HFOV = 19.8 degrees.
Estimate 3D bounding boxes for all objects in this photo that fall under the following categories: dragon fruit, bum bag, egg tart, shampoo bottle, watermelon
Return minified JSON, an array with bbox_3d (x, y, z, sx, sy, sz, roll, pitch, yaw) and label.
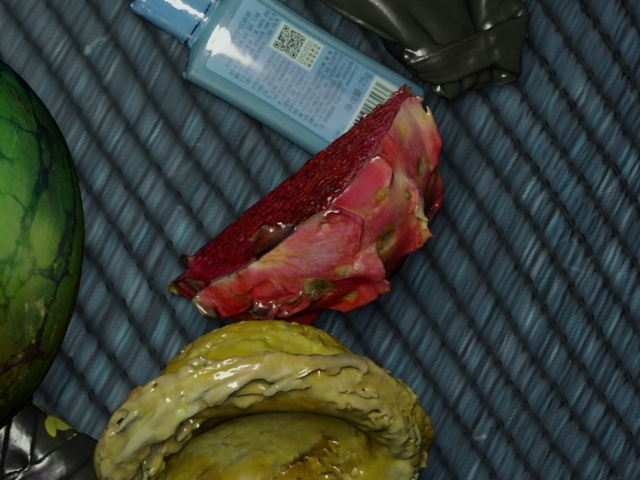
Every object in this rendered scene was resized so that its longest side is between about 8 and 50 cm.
[{"bbox_3d":[0.007,0.009,1.501,0.274,0.161,0.126,-38,102,10],"label":"dragon fruit"},{"bbox_3d":[-0.246,0.180,1.518,0.232,0.060,0.106,41,72,-9],"label":"bum bag"},{"bbox_3d":[-0.051,0.155,1.489,0.288,0.288,0.118,-6,53,-12],"label":"egg tart"},{"bbox_3d":[-0.041,-0.152,1.571,0.258,0.061,0.104,32,84,-9],"label":"shampoo bottle"},{"bbox_3d":[0.038,-0.231,1.583,0.326,0.080,0.142,36,66,-7],"label":"bum bag"},{"bbox_3d":[-0.347,0.005,1.366,0.363,0.363,0.363,0,88,-12],"label":"watermelon"}]
